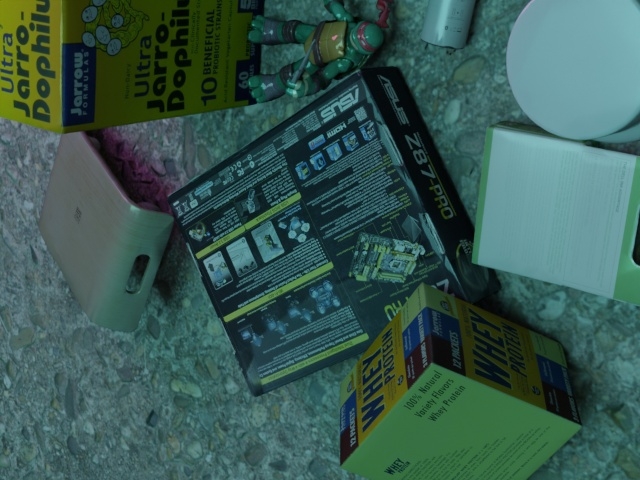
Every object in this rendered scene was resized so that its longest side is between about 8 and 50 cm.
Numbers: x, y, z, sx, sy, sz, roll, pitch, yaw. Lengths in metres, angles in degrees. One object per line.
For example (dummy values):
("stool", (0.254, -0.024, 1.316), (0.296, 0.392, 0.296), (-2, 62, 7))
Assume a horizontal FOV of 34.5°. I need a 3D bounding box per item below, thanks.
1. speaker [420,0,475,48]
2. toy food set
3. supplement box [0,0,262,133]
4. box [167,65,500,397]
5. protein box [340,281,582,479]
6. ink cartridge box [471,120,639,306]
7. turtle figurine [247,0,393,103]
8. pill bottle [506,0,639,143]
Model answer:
("speaker", (0.157, -0.295, 1.193), (0.055, 0.055, 0.136), (24, 116, 30))
("toy food set", (-0.333, -0.039, 1.586), (0.306, 0.092, 0.220), (50, 129, 38))
("supplement box", (-0.256, -0.266, 1.319), (0.195, 0.356, 0.194), (16, 112, 33))
("box", (0.000, 0.000, 1.362), (0.395, 0.097, 0.318), (-29, 82, 38))
("protein box", (0.155, 0.192, 1.208), (0.201, 0.136, 0.200), (24, 124, -17))
("ink cartridge box", (0.292, -0.031, 1.161), (0.235, 0.056, 0.171), (15, 111, 30))
("turtle figurine", (0.000, -0.246, 1.281), (0.234, 0.118, 0.175), (-6, 65, 51))
("pill bottle", (0.300, -0.177, 0.970), (0.161, 0.283, 0.161), (11, 108, 35))
